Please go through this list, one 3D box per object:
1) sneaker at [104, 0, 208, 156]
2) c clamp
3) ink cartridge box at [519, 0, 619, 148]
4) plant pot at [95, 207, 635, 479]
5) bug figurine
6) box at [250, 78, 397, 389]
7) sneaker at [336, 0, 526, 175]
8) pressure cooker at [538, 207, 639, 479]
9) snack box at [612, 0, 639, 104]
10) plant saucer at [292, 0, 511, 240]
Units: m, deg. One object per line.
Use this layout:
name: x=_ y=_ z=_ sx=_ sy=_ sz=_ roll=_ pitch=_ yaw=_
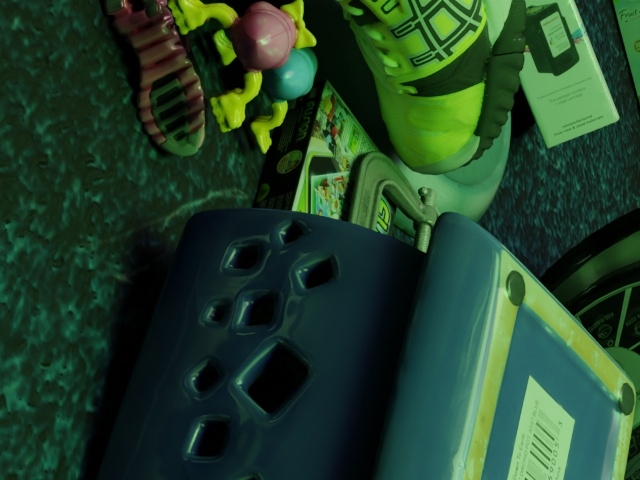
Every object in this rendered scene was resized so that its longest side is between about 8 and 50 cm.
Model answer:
sneaker: x=-0.093 y=-0.112 z=1.000 sx=0.057 sy=0.047 sz=0.119 roll=-25 pitch=100 yaw=-71
c clamp: x=0.061 y=0.008 z=1.142 sx=0.137 sy=0.022 sz=0.161 roll=54 pitch=35 yaw=-32
ink cartridge box: x=0.205 y=-0.189 z=1.469 sx=0.127 sy=0.072 sz=0.175 roll=-74 pitch=141 yaw=-73
plant pot: x=0.039 y=0.125 z=0.900 sx=0.236 sy=0.212 sz=0.236 roll=44 pitch=52 yaw=-42
bug figurine: x=-0.061 y=-0.186 z=1.014 sx=0.216 sy=0.072 sz=0.279 roll=-82 pitch=150 yaw=-74
box: x=0.000 y=0.000 z=1.103 sx=0.114 sy=0.036 sz=0.207 roll=51 pitch=37 yaw=-36
sneaker: x=0.048 y=-0.190 z=1.049 sx=0.385 sy=0.147 sz=0.145 roll=86 pitch=-21 yaw=-47
pressure cooker: x=0.341 y=0.205 z=1.142 sx=0.420 sy=0.375 sz=0.370 roll=-106 pitch=-172 yaw=-47
snack box: x=0.420 y=-0.210 z=1.876 sx=0.174 sy=0.070 sz=0.207 roll=-8 pitch=84 yaw=-60
plant saucer: x=0.080 y=-0.155 z=1.308 sx=0.317 sy=0.043 sz=0.318 roll=32 pitch=51 yaw=-49
